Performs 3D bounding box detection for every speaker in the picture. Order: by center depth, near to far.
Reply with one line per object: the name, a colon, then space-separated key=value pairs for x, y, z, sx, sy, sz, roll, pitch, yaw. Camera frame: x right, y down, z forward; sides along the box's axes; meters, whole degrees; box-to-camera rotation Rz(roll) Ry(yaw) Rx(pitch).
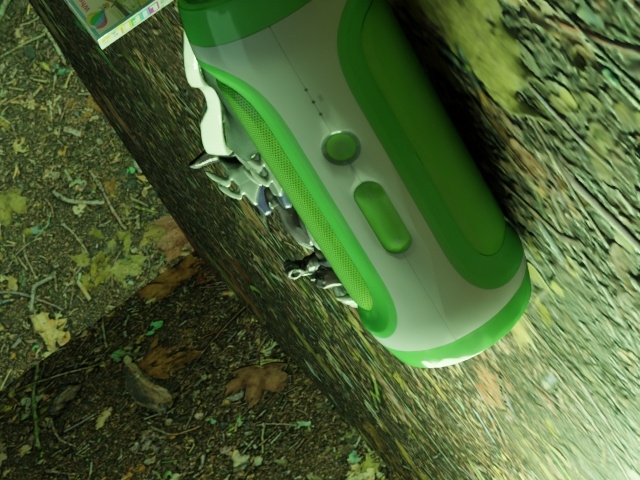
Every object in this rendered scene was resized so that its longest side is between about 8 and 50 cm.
speaker: x=0.028 y=-0.060 z=0.922 sx=0.296 sy=0.131 sz=0.131 roll=58 pitch=171 yaw=-27

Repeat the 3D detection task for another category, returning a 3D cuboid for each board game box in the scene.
board game box: x=-0.237 y=-0.294 z=1.517 sx=0.154 sy=0.103 sz=0.026 roll=52 pitch=172 yaw=12

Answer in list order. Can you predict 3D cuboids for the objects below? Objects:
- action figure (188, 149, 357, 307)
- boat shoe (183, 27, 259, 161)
action figure: x=0.000 y=0.000 z=1.437 sx=0.285 sy=0.099 sz=0.185 roll=51 pitch=164 yaw=-12
boat shoe: x=-0.054 y=-0.151 z=1.147 sx=0.302 sy=0.091 sz=0.114 roll=81 pitch=-165 yaw=-75
